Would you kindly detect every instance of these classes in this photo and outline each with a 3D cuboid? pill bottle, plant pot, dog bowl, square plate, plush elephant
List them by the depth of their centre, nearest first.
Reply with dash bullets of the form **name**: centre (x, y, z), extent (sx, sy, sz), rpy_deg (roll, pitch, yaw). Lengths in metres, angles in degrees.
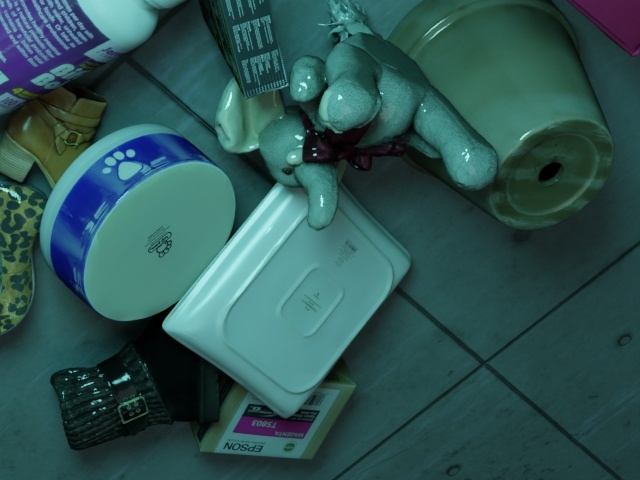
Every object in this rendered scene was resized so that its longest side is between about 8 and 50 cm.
- **pill bottle**: centre (-0.295, -0.275, 1.300), extent (0.301, 0.169, 0.169), rpy_deg (-23, 136, 20)
- **plush elephant**: centre (0.017, -0.141, 1.495), extent (0.272, 0.330, 0.255), rpy_deg (17, 123, -38)
- **dog bowl**: centre (-0.248, -0.022, 1.560), extent (0.265, 0.104, 0.265), rpy_deg (-33, 144, -28)
- **plant pot**: centre (0.269, -0.169, 1.612), extent (0.323, 0.280, 0.323), rpy_deg (-13, 133, -14)
- **square plate**: centre (-0.028, 0.084, 1.738), extent (0.344, 0.049, 0.347), rpy_deg (-51, 135, -5)

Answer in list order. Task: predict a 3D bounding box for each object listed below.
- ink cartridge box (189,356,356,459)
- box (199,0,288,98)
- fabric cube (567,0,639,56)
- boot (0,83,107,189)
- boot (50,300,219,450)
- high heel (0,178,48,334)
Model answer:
- **ink cartridge box**: centre (-0.084, 0.284, 1.969), extent (0.234, 0.088, 0.193), rpy_deg (10, 122, -31)
- **box**: centre (-0.118, -0.337, 1.342), extent (0.060, 0.216, 0.270), rpy_deg (-20, 132, -8)
- **fabric cube**: centre (0.353, -0.440, 1.434), extent (0.258, 0.259, 0.254), rpy_deg (27, 113, -38)
- **boot**: centre (-0.328, -0.130, 1.527), extent (0.197, 0.073, 0.152), rpy_deg (22, 111, -40)
- **boot**: centre (-0.295, 0.182, 1.762), extent (0.260, 0.131, 0.348), rpy_deg (-7, 124, -11)
- **high heel**: centre (-0.471, 0.030, 1.593), extent (0.261, 0.093, 0.186), rpy_deg (-36, 126, 5)
